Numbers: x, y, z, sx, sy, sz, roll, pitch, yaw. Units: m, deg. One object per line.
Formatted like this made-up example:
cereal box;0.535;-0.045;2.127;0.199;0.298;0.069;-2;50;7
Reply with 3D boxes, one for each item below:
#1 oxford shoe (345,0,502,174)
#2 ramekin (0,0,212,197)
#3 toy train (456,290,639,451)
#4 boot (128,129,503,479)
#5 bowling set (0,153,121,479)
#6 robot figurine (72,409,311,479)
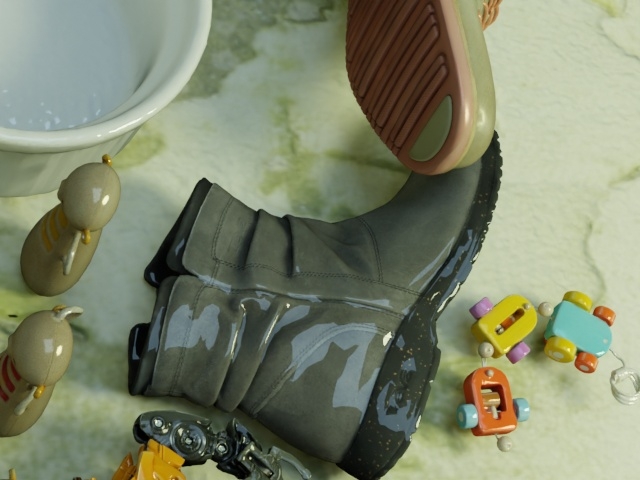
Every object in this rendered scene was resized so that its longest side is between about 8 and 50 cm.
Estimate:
oxford shoe;0.102;-0.207;1.164;0.146;0.140;0.397;12;48;-25
ramekin;-0.230;-0.166;1.038;0.277;0.135;0.277;9;64;-19
toy train;0.172;0.105;1.149;0.166;0.046;0.125;-7;72;-23
boot;0.000;0.000;1.083;0.223;0.118;0.338;25;54;-4
bowling set;-0.253;0.068;0.910;0.200;0.154;0.287;15;62;-17
robot figurine;-0.053;0.249;0.957;0.291;0.085;0.211;35;58;-7
